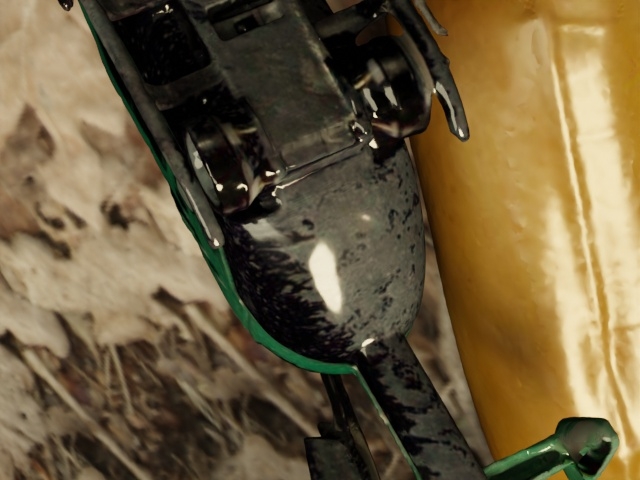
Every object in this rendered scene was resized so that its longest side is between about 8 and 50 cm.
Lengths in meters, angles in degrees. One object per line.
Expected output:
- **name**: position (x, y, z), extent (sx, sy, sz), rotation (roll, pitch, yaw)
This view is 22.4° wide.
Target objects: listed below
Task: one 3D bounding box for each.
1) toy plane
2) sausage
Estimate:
- **toy plane**: position (0.000, 0.000, 0.564), extent (0.381, 0.106, 0.155), rotation (59, 165, 18)
- **sausage**: position (0.084, -0.036, 0.589), extent (0.112, 0.112, 0.328), rotation (3, 122, 33)
